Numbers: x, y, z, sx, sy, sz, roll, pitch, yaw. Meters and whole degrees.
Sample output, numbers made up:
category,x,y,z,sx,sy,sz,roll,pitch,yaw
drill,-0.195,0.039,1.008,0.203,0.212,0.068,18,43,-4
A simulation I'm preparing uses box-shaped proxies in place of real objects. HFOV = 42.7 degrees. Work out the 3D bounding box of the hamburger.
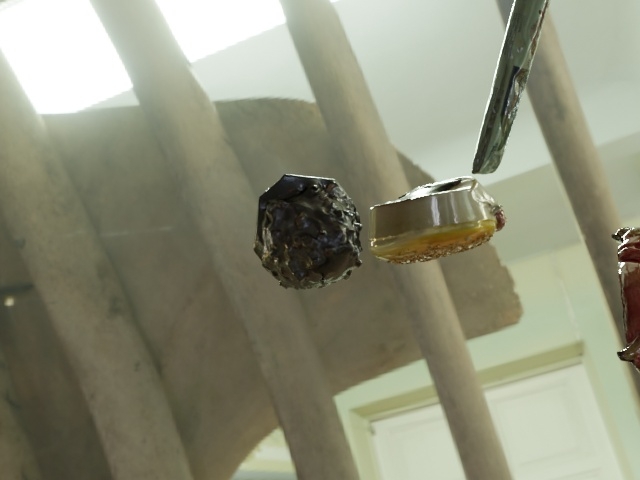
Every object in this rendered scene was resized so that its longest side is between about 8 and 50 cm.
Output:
category,x,y,z,sx,sy,sz,roll,pitch,yaw
hamburger,0.166,-0.023,1.202,0.173,0.116,0.210,-21,6,-34

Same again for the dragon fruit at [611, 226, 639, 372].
category,x,y,z,sx,sy,sz,roll,pitch,yaw
dragon fruit,0.440,0.041,0.828,0.286,0.329,0.228,31,-51,-32

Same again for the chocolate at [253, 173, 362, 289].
category,x,y,z,sx,sy,sz,roll,pitch,yaw
chocolate,0.000,0.000,1.012,0.156,0.156,0.133,-6,10,-15

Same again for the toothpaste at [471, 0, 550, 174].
category,x,y,z,sx,sy,sz,roll,pitch,yaw
toothpaste,0.211,-0.185,0.900,0.038,0.233,0.060,22,15,33
